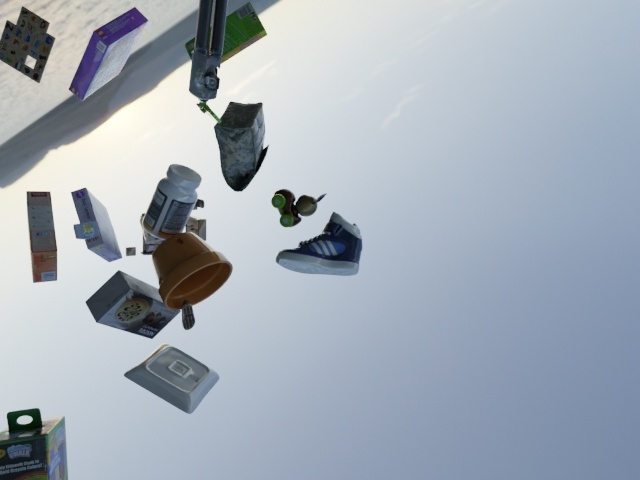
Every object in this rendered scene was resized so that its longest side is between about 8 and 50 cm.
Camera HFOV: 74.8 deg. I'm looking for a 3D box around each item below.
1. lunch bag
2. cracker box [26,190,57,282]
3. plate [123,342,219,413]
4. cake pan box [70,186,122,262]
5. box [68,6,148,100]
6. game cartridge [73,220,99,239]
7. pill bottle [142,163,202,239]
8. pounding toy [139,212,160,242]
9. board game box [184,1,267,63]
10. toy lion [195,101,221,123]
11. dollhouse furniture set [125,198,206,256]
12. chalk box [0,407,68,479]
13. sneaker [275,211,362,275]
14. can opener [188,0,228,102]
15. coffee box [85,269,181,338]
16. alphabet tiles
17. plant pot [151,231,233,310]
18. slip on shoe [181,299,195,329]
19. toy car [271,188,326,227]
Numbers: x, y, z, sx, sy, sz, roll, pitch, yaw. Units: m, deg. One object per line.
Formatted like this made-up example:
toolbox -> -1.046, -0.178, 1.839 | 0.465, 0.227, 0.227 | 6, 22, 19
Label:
lunch bag -> -0.298, -0.362, 1.642 | 0.169, 0.287, 0.235 | 4, -140, 3
cracker box -> -0.830, -0.013, 1.247 | 0.155, 0.067, 0.232 | -55, -129, 42
plate -> -0.537, 0.495, 1.568 | 0.045, 0.278, 0.277 | -61, 177, 12
cake pan box -> -0.921, -0.062, 1.730 | 0.070, 0.266, 0.246 | -20, 170, -15
box -> -0.684, -0.594, 1.343 | 0.293, 0.057, 0.201 | -26, -151, 43
game cartridge -> -0.770, -0.032, 1.378 | 0.017, 0.055, 0.083 | -2, -170, 22
pill bottle -> -0.583, -0.151, 1.656 | 0.278, 0.162, 0.162 | -58, -155, 22
pounding toy -> -0.716, -0.049, 1.867 | 0.141, 0.130, 0.100 | -10, 160, -37
board game box -> -0.311, -0.655, 1.363 | 0.260, 0.039, 0.124 | -28, -104, 5
toy lion -> -0.378, -0.438, 1.439 | 0.034, 0.096, 0.100 | -46, -174, -2
dollhouse furniture set -> -0.769, -0.071, 2.087 | 0.356, 0.303, 0.174 | -6, -166, -40
chalk box -> -0.925, 0.675, 1.320 | 0.180, 0.288, 0.179 | -3, 175, -16
sneaker -> 0.000, 0.000, 1.580 | 0.323, 0.130, 0.236 | 7, -113, -8
can opener -> -0.300, -0.513, 1.104 | 0.095, 0.076, 0.283 | 26, -71, 59
coffee box -> -0.706, 0.254, 1.603 | 0.168, 0.297, 0.119 | -45, -121, -5
alphabet tiles -> -1.167, -0.784, 1.661 | 0.237, 0.198, 0.009 | -57, -176, 16
plant pot -> -0.523, 0.105, 1.641 | 0.291, 0.291, 0.203 | -39, -108, -6
slip on shoe -> -0.530, 0.296, 1.663 | 0.052, 0.135, 0.041 | -14, -142, -25
toy car -> -0.068, -0.144, 1.563 | 0.189, 0.148, 0.155 | -21, -170, 9
